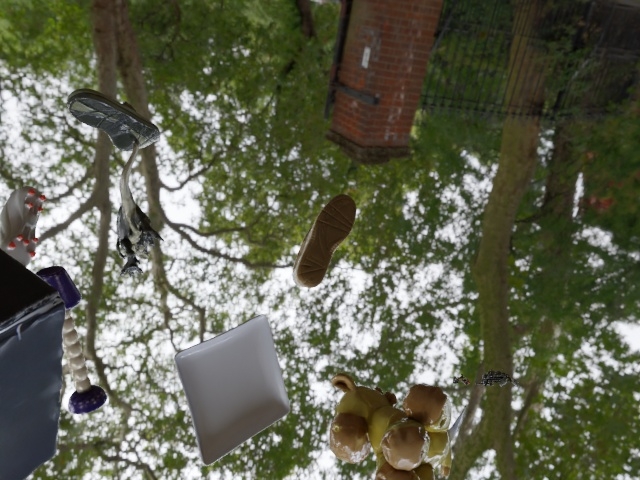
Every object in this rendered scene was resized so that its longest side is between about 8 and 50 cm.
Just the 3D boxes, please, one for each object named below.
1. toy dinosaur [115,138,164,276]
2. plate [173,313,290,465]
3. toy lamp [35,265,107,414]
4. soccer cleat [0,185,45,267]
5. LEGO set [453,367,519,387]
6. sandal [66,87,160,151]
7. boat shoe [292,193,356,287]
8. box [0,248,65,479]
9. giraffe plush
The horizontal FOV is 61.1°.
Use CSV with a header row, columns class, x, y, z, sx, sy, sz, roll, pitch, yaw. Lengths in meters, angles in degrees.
class,x,y,z,sx,sy,sz,roll,pitch,yaw
toy dinosaur,-0.292,-0.021,0.853,0.064,0.268,0.118,-9,-122,-25
plate,-0.213,0.351,1.320,0.045,0.277,0.278,-7,-170,46
toy lamp,-0.451,0.179,0.973,0.080,0.274,0.080,-5,-162,2
soccer cleat,-0.590,-0.015,1.052,0.076,0.068,0.196,-9,-118,21
LEGO set,0.215,0.177,0.707,0.083,0.023,0.054,-2,170,19
sandal,-0.506,-0.312,1.360,0.120,0.086,0.303,-23,161,8
boat shoe,0.000,0.000,0.876,0.063,0.170,0.059,36,159,-15
box,-0.558,0.122,0.409,0.480,0.297,0.472,32,-140,12
giraffe plush,0.086,0.261,0.751,0.171,0.181,0.210,12,-164,30
